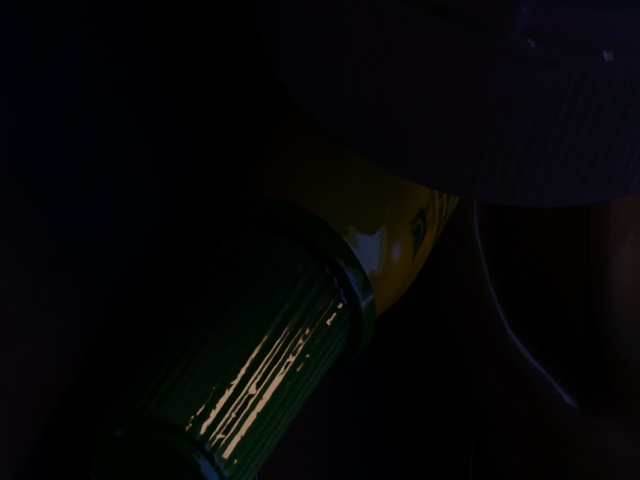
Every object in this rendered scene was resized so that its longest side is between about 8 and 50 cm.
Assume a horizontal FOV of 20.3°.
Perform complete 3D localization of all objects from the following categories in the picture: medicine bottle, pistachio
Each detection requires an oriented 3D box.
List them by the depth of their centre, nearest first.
[{"bbox_3d":[0.091,-0.181,0.605,0.302,0.241,0.241,103,9,-47],"label":"medicine bottle"},{"bbox_3d":[0.000,0.000,0.704,0.309,0.076,0.111,-58,144,-50],"label":"medicine bottle"},{"bbox_3d":[0.201,-0.028,0.986,0.365,0.281,0.445,-5,88,-54],"label":"pistachio"}]
